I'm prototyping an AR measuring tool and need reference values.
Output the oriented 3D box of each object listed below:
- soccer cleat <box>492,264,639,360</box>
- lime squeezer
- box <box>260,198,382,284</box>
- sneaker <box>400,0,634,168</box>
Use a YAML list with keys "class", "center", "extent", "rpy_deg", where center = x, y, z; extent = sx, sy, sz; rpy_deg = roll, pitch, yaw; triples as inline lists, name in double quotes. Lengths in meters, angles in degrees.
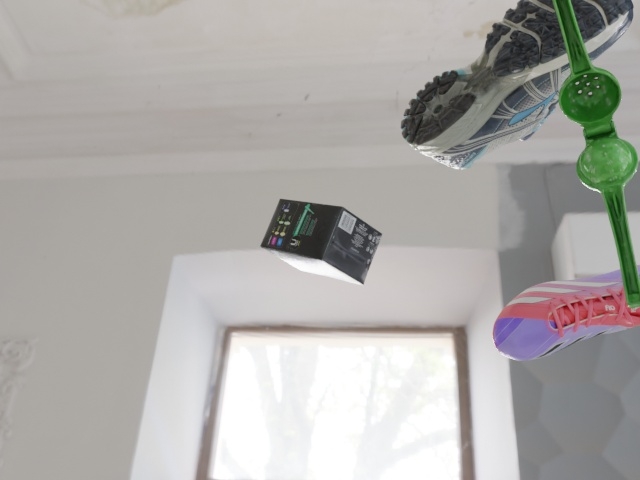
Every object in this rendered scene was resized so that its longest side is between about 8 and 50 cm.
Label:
- class: "soccer cleat"
  center: [0.317, 0.079, 0.833]
  extent: [0.248, 0.083, 0.095]
  rpy_deg: [-13, -2, -18]
- class: "lime squeezer"
  center: [0.263, -0.099, 0.665]
  extent: [0.059, 0.310, 0.110]
  rpy_deg: [-14, 4, 9]
- class: "box"
  center: [0.000, 0.000, 0.646]
  extent: [0.083, 0.052, 0.062]
  rpy_deg: [10, -16, 45]
- class: "sneaker"
  center: [0.235, -0.186, 0.844]
  extent: [0.283, 0.110, 0.122]
  rpy_deg: [-33, -42, 26]
